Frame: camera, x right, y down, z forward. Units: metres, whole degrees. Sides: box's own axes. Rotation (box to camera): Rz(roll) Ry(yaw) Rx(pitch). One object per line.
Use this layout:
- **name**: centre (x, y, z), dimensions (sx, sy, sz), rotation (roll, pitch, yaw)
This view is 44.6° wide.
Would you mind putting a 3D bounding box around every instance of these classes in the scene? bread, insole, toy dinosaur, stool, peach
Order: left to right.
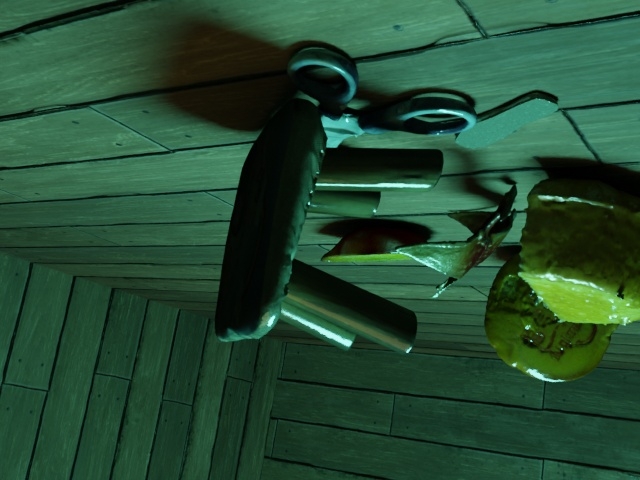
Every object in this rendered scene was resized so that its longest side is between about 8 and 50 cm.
- **stool**: centre (0.000, 0.000, 1.067), dimensions (0.226, 0.311, 0.310), rotation (13, 169, -15)
- **peach**: centre (0.118, 0.010, 1.629), dimensions (0.279, 0.068, 0.189), rotation (-2, 170, 33)
- **toy dinosaur**: centre (0.215, -0.002, 1.247), dimensions (0.113, 0.327, 0.207), rotation (38, 138, 14)
- **insole**: centre (0.235, -0.153, 1.016), dimensions (0.063, 0.010, 0.192), rotation (14, 165, -21)
- **bread**: centre (0.463, 0.148, 1.570), dimensions (0.269, 0.270, 0.148), rotation (5, 171, 14)
- **bread**: centre (0.439, 0.026, 1.207), dimensions (0.179, 0.194, 0.340), rotation (10, 165, 33)

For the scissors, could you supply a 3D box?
- **scissors**: centre (0.016, -0.159, 1.098), dimensions (0.256, 0.029, 0.383), rotation (16, 166, -23)
